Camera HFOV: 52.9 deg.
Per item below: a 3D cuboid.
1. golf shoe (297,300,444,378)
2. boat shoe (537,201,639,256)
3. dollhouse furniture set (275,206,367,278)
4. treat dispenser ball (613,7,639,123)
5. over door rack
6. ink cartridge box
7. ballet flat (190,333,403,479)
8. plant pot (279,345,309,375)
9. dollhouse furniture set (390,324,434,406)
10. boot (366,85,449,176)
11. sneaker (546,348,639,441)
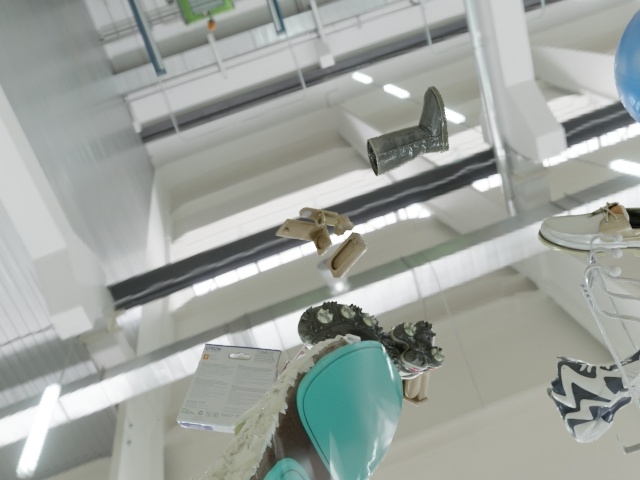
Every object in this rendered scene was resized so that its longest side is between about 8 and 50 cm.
[{"bbox_3d":[0.066,0.175,0.990,0.120,0.273,0.105,-44,-138,36],"label":"golf shoe"},{"bbox_3d":[0.624,-0.033,1.377,0.302,0.103,0.113,1,-141,1],"label":"boat shoe"},{"bbox_3d":[0.000,0.000,1.529,0.123,0.144,0.151,10,-137,-38],"label":"dollhouse furniture set"},{"bbox_3d":[0.666,-0.313,1.113,0.288,0.288,0.288,-15,-157,7],"label":"treat dispenser ball"},{"bbox_3d":[0.545,0.163,1.124,0.108,0.324,0.239,-13,-173,28],"label":"over door rack"},{"bbox_3d":[-0.221,0.372,1.616,0.223,0.045,0.224,3,-130,17],"label":"ink cartridge box"},{"bbox_3d":[-0.050,0.201,0.561,0.147,0.147,0.409,-6,-167,26],"label":"ballet flat"},{"bbox_3d":[0.025,0.312,1.594,0.201,0.201,0.180,13,-111,50],"label":"plant pot"},{"bbox_3d":[0.134,0.296,1.426,0.242,0.161,0.212,-7,-163,-43],"label":"dollhouse furniture set"},{"bbox_3d":[0.214,-0.276,1.625,0.208,0.189,0.076,-14,-165,-5],"label":"boot"},{"bbox_3d":[0.518,0.245,1.205,0.094,0.235,0.153,11,-150,-35],"label":"sneaker"}]
